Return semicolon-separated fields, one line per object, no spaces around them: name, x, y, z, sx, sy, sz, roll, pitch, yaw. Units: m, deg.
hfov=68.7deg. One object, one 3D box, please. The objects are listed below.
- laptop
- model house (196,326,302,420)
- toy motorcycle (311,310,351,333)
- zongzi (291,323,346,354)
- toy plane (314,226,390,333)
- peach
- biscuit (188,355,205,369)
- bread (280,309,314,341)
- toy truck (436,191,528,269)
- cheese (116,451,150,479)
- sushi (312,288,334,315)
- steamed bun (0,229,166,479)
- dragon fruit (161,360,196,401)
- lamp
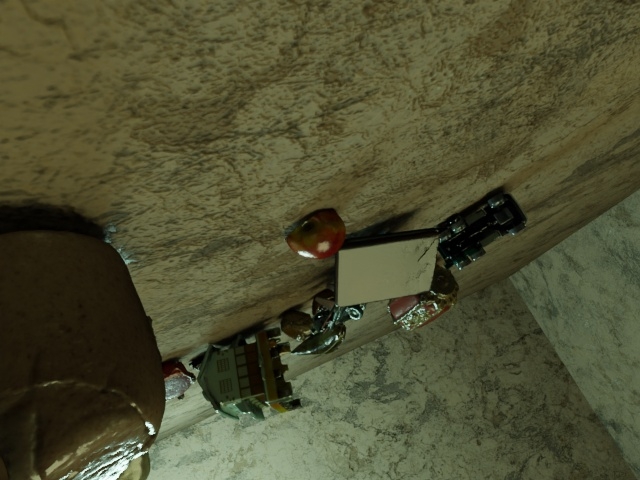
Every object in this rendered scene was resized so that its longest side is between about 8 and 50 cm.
laptop;0.127;0.053;0.914;0.207;0.026;0.153;-8;123;-12
model house;-0.177;0.352;1.196;0.216;0.198;0.224;-15;154;-2
toy motorcycle;0.048;0.232;1.429;0.173;0.058;0.100;-24;168;-5
zongzi;-0.007;0.349;1.649;0.184;0.084;0.187;-8;149;-20
toy plane;0.091;0.083;1.007;0.223;0.104;0.326;-46;174;-41
peach;-0.001;0.000;0.725;0.098;0.061;0.098;-26;156;-13
biscuit;-0.309;0.326;1.241;0.089;0.027;0.087;-11;154;-43
bread;-0.061;0.216;1.210;0.060;0.082;0.113;-64;-178;-26
toy truck;0.372;-0.026;1.104;0.216;0.110;0.116;-36;172;24
cheese;-0.455;0.358;0.968;0.174;0.251;0.247;-8;121;-15
sushi;0.016;0.152;1.180;0.099;0.047;0.050;-32;158;12
steamed bun;-0.265;0.133;0.481;0.199;0.251;0.301;-25;168;-42
dragon fruit;-0.367;0.331;1.128;0.112;0.068;0.126;-49;143;13
lamp;0.328;0.187;1.517;0.177;0.177;0.274;-17;157;-28
